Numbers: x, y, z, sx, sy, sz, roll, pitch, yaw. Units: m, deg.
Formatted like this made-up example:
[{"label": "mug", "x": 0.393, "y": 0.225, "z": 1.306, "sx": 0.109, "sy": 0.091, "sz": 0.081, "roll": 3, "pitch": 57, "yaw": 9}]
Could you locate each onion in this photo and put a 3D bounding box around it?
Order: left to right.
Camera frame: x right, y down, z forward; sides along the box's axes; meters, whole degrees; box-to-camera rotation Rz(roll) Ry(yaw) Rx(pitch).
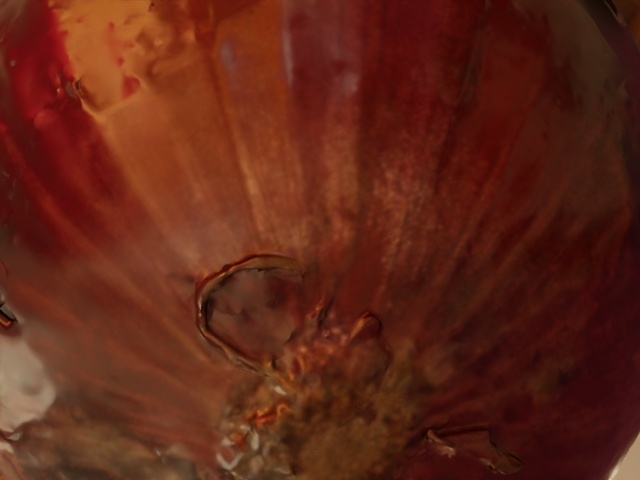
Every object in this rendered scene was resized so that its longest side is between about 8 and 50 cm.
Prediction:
[{"label": "onion", "x": -0.002, "y": 0.000, "z": 0.587, "sx": 0.341, "sy": 0.341, "sz": 0.341, "roll": 52, "pitch": -153, "yaw": -41}]

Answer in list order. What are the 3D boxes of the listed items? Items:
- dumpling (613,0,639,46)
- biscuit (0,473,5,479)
[{"label": "dumpling", "x": 0.123, "y": -0.163, "z": 0.668, "sx": 0.086, "sy": 0.166, "sz": 0.332, "roll": -38, "pitch": -80, "yaw": -50}, {"label": "biscuit", "x": -0.292, "y": 0.031, "z": 0.934, "sx": 0.378, "sy": 0.094, "sz": 0.054, "roll": 41, "pitch": 154, "yaw": 24}]
